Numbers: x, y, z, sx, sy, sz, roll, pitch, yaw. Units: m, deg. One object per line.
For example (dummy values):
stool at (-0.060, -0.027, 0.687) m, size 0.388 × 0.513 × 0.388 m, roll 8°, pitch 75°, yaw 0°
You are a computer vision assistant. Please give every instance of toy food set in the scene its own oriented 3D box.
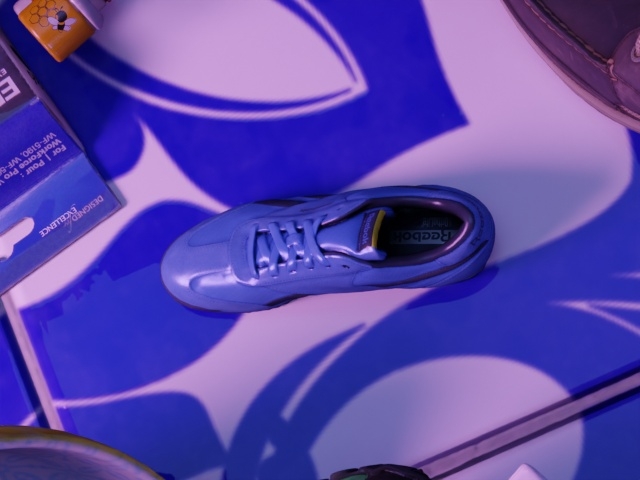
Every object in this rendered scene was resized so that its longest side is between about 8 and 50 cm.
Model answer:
toy food set at (-0.191, -0.220, 1.180) m, size 0.104 × 0.111 × 0.232 m, roll -42°, pitch 73°, yaw -1°

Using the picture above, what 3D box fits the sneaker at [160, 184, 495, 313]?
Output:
sneaker at (0.000, 0.000, 1.121) m, size 0.209 × 0.082 × 0.069 m, roll -6°, pitch 79°, yaw 9°

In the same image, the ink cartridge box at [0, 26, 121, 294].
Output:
ink cartridge box at (-0.287, -0.109, 1.199) m, size 0.165 × 0.065 × 0.332 m, roll -37°, pitch 76°, yaw -1°

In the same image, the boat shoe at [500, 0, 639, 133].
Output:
boat shoe at (0.247, -0.105, 1.078) m, size 0.355 × 0.130 × 0.132 m, roll 37°, pitch 86°, yaw 14°

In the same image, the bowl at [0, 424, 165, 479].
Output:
bowl at (-0.212, 0.226, 1.048) m, size 0.156 × 0.289 × 0.289 m, roll 21°, pitch 79°, yaw 55°

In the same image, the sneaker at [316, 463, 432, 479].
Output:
sneaker at (-0.004, 0.287, 1.017) m, size 0.146 × 0.134 × 0.343 m, roll 20°, pitch 88°, yaw 40°

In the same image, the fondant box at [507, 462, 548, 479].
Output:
fondant box at (0.208, 0.261, 0.950) m, size 0.330 × 0.238 × 0.096 m, roll 39°, pitch 87°, yaw 14°
